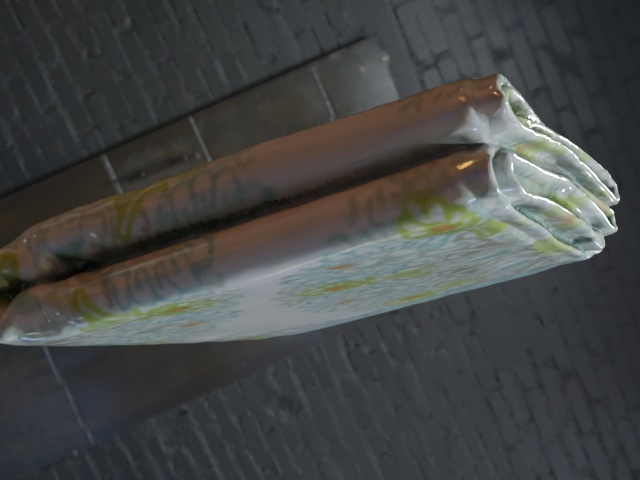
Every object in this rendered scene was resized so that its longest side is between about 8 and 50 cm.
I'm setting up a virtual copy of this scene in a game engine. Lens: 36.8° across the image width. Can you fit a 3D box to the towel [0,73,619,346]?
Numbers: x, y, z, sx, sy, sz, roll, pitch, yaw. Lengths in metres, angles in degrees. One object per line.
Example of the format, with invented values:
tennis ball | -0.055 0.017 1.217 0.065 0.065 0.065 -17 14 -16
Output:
towel | 0.000 0.000 0.674 0.320 0.375 0.090 14 62 -63
